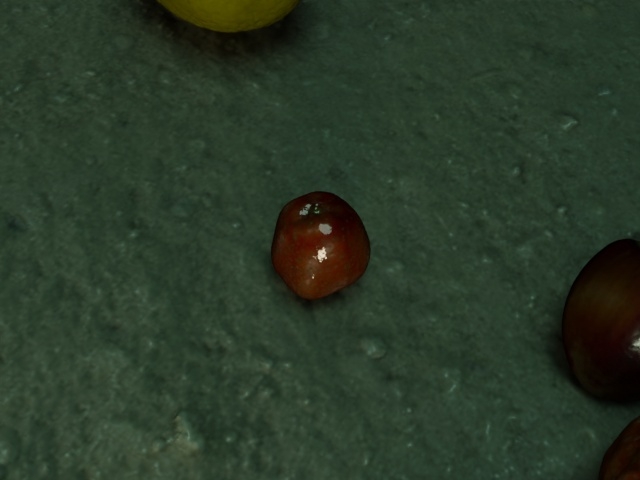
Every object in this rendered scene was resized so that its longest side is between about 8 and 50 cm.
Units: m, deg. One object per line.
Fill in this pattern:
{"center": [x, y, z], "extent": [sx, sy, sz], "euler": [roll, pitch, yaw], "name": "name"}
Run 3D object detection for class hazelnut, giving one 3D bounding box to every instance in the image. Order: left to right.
{"center": [0.402, 0.110, 1.001], "extent": [0.208, 0.208, 0.208], "euler": [4, 56, -6], "name": "hazelnut"}

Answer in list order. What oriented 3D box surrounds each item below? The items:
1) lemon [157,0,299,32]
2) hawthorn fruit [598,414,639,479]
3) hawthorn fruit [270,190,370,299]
{"center": [-0.152, -0.485, 1.224], "extent": [0.336, 0.336, 0.336], "euler": [4, 56, -6], "name": "lemon"}
{"center": [0.434, 0.276, 0.827], "extent": [0.242, 0.271, 0.241], "euler": [5, 64, -11], "name": "hawthorn fruit"}
{"center": [0.000, 0.000, 1.027], "extent": [0.133, 0.138, 0.132], "euler": [2, 56, -3], "name": "hawthorn fruit"}
